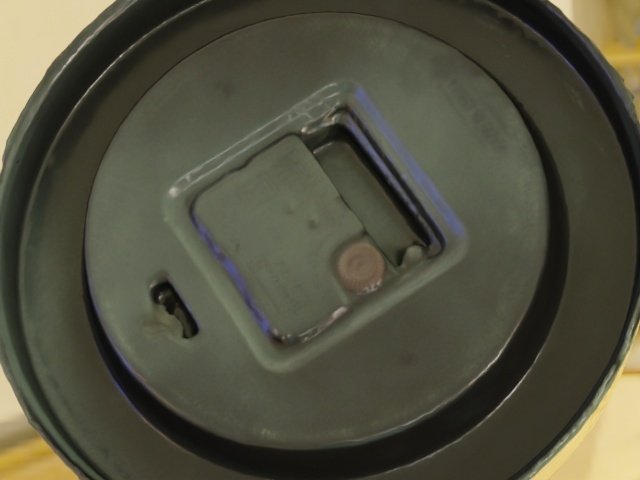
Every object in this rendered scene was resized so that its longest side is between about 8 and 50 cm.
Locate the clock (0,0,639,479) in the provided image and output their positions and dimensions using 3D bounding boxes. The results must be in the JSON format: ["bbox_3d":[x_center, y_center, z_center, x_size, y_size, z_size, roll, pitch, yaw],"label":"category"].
[{"bbox_3d":[0.000,0.000,0.890,0.325,0.325,0.067,-3,-23,8],"label":"clock"}]
